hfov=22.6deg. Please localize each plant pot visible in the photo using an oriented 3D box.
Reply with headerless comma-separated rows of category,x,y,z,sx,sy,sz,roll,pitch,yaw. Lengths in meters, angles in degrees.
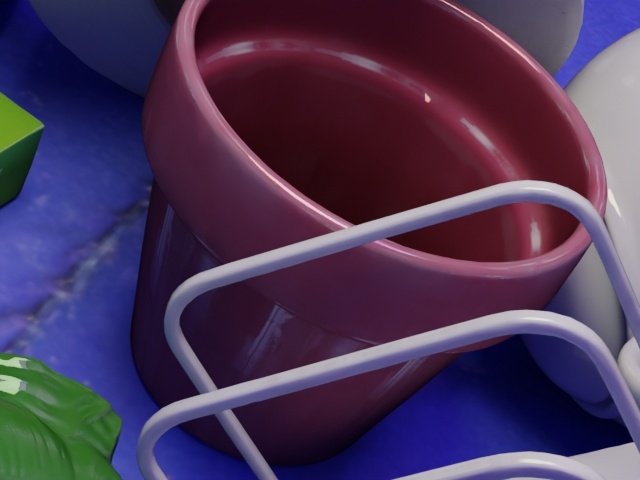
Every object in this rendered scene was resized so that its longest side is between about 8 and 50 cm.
plant pot,0.000,0.000,0.733,0.201,0.180,0.201,17,40,-15

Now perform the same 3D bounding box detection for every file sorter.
file sorter,0.035,0.143,0.539,0.277,0.193,0.173,-84,151,-49

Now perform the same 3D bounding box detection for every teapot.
teapot,0.174,0.008,0.811,0.187,0.256,0.252,-13,70,-13

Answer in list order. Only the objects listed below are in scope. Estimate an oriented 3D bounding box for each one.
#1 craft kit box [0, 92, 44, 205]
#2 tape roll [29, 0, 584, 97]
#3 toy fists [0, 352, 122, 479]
craft kit box,-0.297,-0.058,0.720,0.247,0.061,0.250,38,40,8
tape roll,-0.007,-0.158,0.813,0.286,0.286,0.100,14,65,-18
toy fists,-0.173,0.084,0.560,0.279,0.096,0.142,32,37,-33
